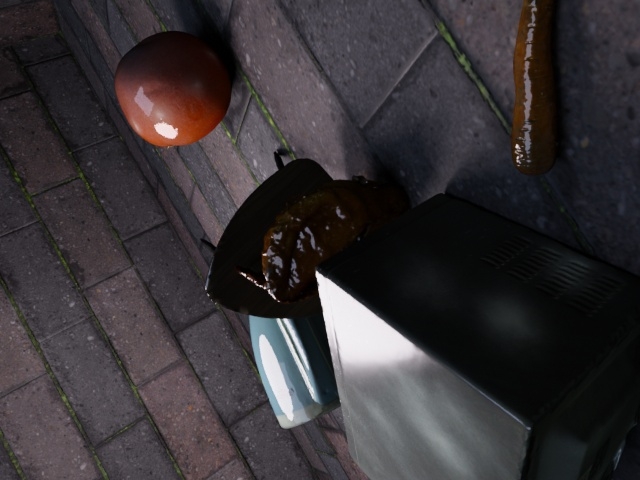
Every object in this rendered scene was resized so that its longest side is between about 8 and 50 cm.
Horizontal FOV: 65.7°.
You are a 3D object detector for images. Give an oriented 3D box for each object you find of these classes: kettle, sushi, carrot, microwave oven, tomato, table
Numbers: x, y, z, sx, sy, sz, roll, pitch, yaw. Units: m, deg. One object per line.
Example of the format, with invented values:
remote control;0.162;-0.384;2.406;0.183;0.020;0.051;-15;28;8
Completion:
kettle;-0.048;0.226;1.158;0.342;0.246;0.319;65;167;7
sushi;0.004;-0.001;0.813;0.166;0.296;0.179;42;-169;-3
carrot;0.215;-0.157;0.495;0.047;0.047;0.191;25;132;52
microwave oven;0.205;0.215;0.668;0.374;0.236;0.433;35;145;44
tomato;-0.322;-0.331;1.092;0.255;0.255;0.225;34;159;45
table;-0.079;-0.005;1.029;0.249;0.317;0.318;43;153;61
